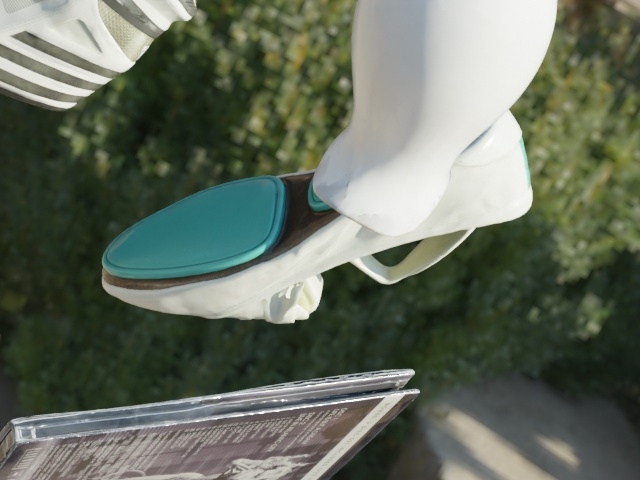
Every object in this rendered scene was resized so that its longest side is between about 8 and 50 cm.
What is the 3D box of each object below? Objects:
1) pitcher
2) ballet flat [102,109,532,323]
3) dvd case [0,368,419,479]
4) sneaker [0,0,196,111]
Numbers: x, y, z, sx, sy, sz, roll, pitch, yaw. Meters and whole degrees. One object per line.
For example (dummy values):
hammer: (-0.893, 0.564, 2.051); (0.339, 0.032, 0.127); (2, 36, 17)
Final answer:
pitcher: (0.085, -0.128, 1.253); (0.125, 0.207, 0.178); (28, 38, 9)
ballet flat: (0.000, 0.000, 1.603); (0.139, 0.400, 0.139); (47, 31, -40)
dvd case: (-0.079, 0.118, 0.956); (0.221, 0.164, 0.018); (-4, 62, -32)
sneaker: (-0.354, -0.312, 1.824); (0.447, 0.257, 0.169); (49, 7, 1)
